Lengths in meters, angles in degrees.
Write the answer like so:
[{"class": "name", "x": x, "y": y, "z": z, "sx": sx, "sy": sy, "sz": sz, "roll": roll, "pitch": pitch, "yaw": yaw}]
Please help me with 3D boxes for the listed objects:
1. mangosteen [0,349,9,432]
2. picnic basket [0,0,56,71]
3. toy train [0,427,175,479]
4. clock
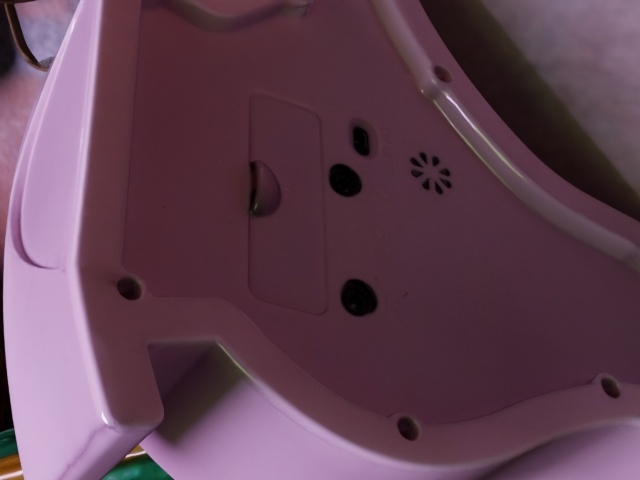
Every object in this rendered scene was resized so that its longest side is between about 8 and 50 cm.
[{"class": "mangosteen", "x": -0.344, "y": 0.115, "z": 0.830, "sx": 0.347, "sy": 0.307, "sz": 0.307, "roll": 32, "pitch": 134, "yaw": -10}, {"class": "picnic basket", "x": -0.142, "y": -0.132, "z": 0.678, "sx": 0.072, "sy": 0.072, "sz": 0.083, "roll": -18, "pitch": 85, "yaw": 45}, {"class": "toy train", "x": -0.112, "y": 0.180, "z": 0.621, "sx": 0.429, "sy": 0.249, "sz": 0.178, "roll": -17, "pitch": 93, "yaw": 20}, {"class": "clock", "x": 0.021, "y": -0.024, "z": 0.513, "sx": 0.080, "sy": 0.275, "sz": 0.290, "roll": -46, "pitch": 39, "yaw": 45}]
